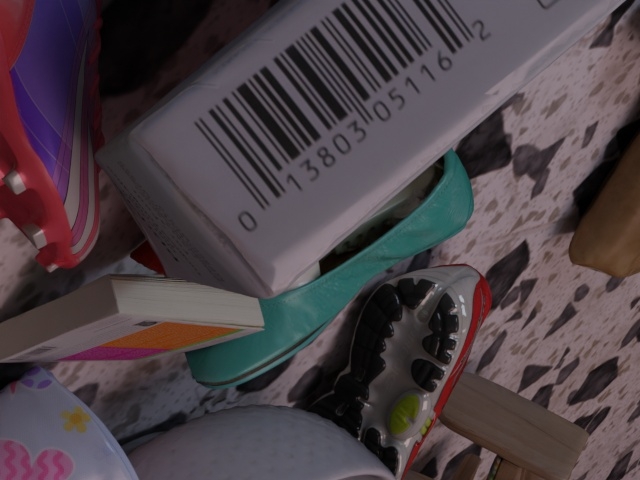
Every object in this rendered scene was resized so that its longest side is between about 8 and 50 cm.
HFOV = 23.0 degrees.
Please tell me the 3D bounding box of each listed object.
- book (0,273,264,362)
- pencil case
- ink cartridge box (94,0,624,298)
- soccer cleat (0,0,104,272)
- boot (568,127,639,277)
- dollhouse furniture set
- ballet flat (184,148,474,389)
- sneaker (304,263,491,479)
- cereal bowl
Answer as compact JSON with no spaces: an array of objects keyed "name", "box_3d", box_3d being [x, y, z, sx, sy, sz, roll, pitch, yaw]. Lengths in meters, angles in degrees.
[{"name":"book","box_3d":[-0.113,0.050,0.930,0.096,0.035,0.144,-22,166,27]},{"name":"pencil case","box_3d":[-0.228,0.192,0.890,0.273,0.124,0.113,-38,-170,-22]},{"name":"ink cartridge box","box_3d":[0.024,-0.108,0.781,0.308,0.091,0.385,-41,-169,-10]},{"name":"soccer cleat","box_3d":[-0.129,-0.075,0.725,0.095,0.083,0.248,-42,151,-21]},{"name":"boot","box_3d":[0.290,-0.079,1.335,0.236,0.089,0.269,-11,138,-50]},{"name":"dollhouse furniture set","box_3d":[0.025,0.352,1.473,0.394,0.256,0.362,-53,164,-42]},{"name":"ballet flat","box_3d":[0.000,0.000,1.038,0.247,0.083,0.087,-33,128,-27]},{"name":"sneaker","box_3d":[0.060,0.135,1.278,0.118,0.107,0.279,-22,148,-57]},{"name":"cereal bowl","box_3d":[-0.110,0.241,1.119,0.339,0.141,0.339,-35,151,-23]}]
